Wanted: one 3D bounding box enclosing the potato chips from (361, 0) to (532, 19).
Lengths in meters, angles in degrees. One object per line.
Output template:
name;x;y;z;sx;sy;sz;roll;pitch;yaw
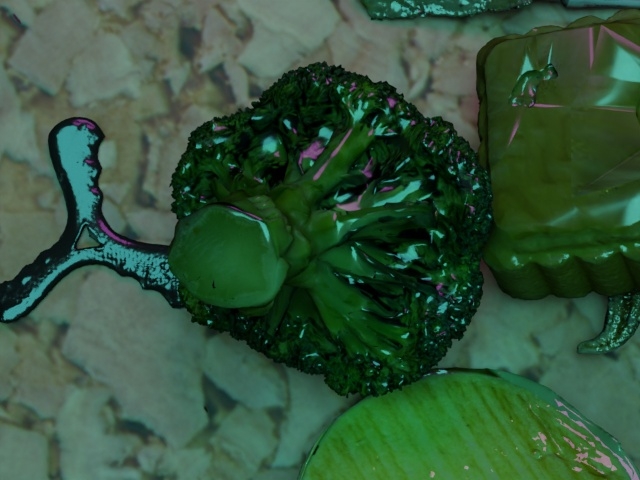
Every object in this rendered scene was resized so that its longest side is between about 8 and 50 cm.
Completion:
potato chips;0.143;-0.279;1.381;0.228;0.059;0.167;-43;79;-7

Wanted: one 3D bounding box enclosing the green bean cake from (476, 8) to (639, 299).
green bean cake;0.248;-0.076;1.280;0.233;0.124;0.236;-5;70;16

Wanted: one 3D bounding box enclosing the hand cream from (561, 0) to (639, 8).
hand cream;0.305;-0.246;1.393;0.216;0.038;0.052;-3;104;-6

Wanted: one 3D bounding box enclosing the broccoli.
broccoli;0.000;0.000;1.224;0.297;0.297;0.297;5;104;20

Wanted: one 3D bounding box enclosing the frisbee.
frisbee;-0.224;0.012;1.354;0.187;0.012;0.211;-42;84;-6

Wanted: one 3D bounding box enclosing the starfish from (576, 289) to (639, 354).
starfish;0.290;0.009;1.337;0.238;0.057;0.213;12;74;21

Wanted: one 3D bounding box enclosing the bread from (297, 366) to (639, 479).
bread;0.123;0.230;1.232;0.301;0.045;0.301;-2;44;2
